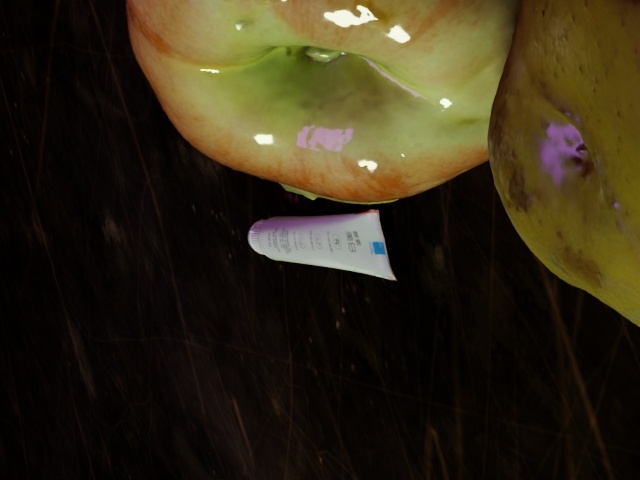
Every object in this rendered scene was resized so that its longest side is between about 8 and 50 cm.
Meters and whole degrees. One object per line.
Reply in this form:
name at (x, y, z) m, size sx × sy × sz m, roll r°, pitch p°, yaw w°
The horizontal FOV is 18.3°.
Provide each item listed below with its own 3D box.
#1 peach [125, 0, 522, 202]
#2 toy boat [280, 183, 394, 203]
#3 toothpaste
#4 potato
peach at (0.026, -0.150, 0.923) m, size 0.232 × 0.232 × 0.257 m, roll 98°, pitch -172°, yaw -49°
toy boat at (-0.008, -0.076, 1.270) m, size 0.172 × 0.065 × 0.066 m, roll 53°, pitch 133°, yaw 30°
toothpaste at (0.000, 0.000, 1.357) m, size 0.190 × 0.031 × 0.048 m, roll 4°, pitch 109°, yaw 63°
potato at (0.171, -0.114, 0.714) m, size 0.176 × 0.195 × 0.369 m, roll 22°, pitch 136°, yaw 6°
